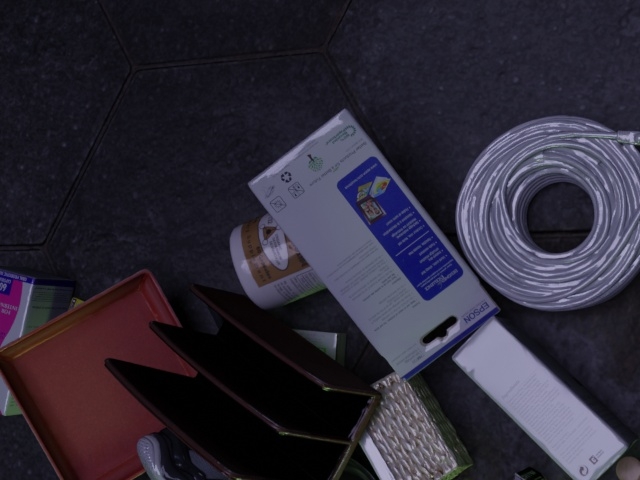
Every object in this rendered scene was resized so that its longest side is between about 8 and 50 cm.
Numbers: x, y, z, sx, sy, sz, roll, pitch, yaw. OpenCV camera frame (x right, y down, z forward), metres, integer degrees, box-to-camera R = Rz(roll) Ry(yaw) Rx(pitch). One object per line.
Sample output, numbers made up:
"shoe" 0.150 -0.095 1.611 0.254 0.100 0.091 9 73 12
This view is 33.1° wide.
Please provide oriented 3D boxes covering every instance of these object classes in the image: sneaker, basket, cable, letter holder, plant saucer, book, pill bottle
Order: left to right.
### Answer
"plant saucer" -0.304 0.213 1.579 0.258 0.048 0.259 -30 95 -18
"sneaker" -0.129 0.352 1.524 0.153 0.101 0.268 -36 79 -21
"letter holder" -0.113 0.181 1.413 0.302 0.214 0.152 32 97 41
"book" -0.016 0.202 1.557 0.096 0.035 0.144 2 87 27
"pill bottle" 0.000 0.000 1.513 0.229 0.131 0.131 -23 76 15
"basket" 0.118 0.262 1.449 0.103 0.113 0.167 -34 72 12
"cable" 0.311 -0.036 1.411 0.257 0.089 0.257 20 93 24

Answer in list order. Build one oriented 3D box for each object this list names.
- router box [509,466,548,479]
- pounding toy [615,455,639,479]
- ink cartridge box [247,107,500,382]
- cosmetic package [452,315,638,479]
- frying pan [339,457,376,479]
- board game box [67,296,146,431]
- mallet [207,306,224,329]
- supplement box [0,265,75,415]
"router box" 0.244 0.355 1.394 0.038 0.092 0.122 34 98 23
"pounding toy" 0.440 0.349 1.312 0.181 0.094 0.206 -40 68 16
"ink cartridge box" 0.070 0.006 1.408 0.165 0.065 0.332 -37 93 5
"cosmetic package" 0.288 0.202 1.380 0.085 0.117 0.231 -48 71 11
"frying pan" -0.006 0.447 1.513 0.197 0.053 0.326 32 107 28
"board game box" -0.326 0.212 1.670 0.194 0.060 0.194 21 92 22
"mallet" -0.120 0.177 1.604 0.039 0.062 0.189 -34 58 15
"supplement box" -0.487 0.158 1.717 0.111 0.114 0.220 11 91 23
